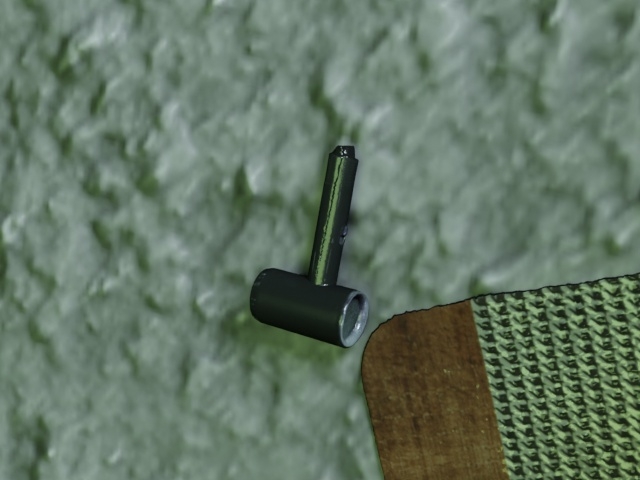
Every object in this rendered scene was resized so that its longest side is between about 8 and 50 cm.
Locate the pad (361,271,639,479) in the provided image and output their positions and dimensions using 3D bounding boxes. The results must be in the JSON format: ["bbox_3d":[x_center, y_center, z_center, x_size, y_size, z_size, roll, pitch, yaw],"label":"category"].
[{"bbox_3d":[0.108,0.022,0.570,0.250,0.055,0.323,-12,111,29],"label":"pad"}]

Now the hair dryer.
[{"bbox_3d":[0.000,0.000,0.640,0.047,0.026,0.083,15,102,24],"label":"hair dryer"}]
